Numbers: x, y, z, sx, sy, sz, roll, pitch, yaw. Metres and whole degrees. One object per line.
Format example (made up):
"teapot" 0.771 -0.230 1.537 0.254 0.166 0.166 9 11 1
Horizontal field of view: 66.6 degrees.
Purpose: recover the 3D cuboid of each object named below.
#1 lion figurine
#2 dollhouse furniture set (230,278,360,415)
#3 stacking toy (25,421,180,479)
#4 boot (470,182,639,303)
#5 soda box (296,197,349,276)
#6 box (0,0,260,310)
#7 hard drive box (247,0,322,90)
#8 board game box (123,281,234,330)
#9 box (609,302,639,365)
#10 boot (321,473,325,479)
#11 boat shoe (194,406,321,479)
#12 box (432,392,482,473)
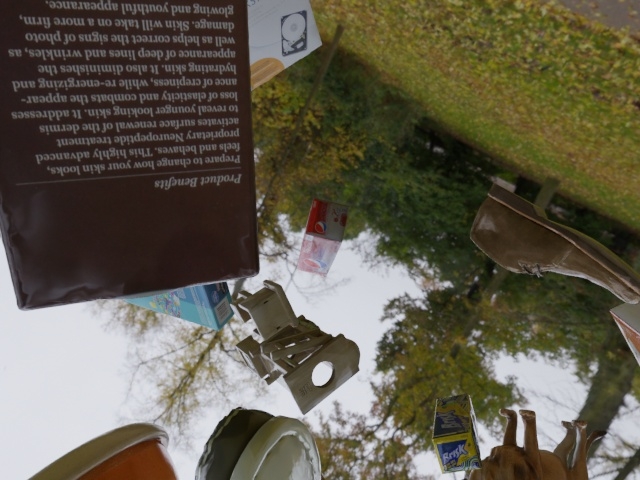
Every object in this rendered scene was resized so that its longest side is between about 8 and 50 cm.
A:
"lion figurine" 0.488 0.506 1.064 0.392 0.240 0.142 14 159 -18
"dollhouse furniture set" -0.056 0.105 0.645 0.182 0.101 0.161 12 129 59
"stacking toy" -0.217 0.513 0.602 0.480 0.350 0.350 43 -162 16
"boot" 0.382 0.025 0.802 0.112 0.115 0.305 14 -159 -45
"soda box" 0.000 0.000 1.147 0.083 0.092 0.263 13 158 -3
"box" -0.159 -0.152 0.381 0.191 0.381 0.143 -7 -158 -20
"hard drive box" -0.118 -0.435 0.917 0.089 0.181 0.232 51 174 33
"board game box" -0.394 0.072 1.226 0.336 0.254 0.079 11 -142 27
"box" 0.701 0.262 0.849 0.345 0.168 0.215 62 -164 2
"boot" -0.031 0.752 1.369 0.073 0.197 0.152 2 -142 -32
"boat shoe" -0.065 0.233 0.356 0.091 0.305 0.109 22 -146 28
"box" 0.211 0.293 0.754 0.169 0.059 0.054 -6 -100 -75
